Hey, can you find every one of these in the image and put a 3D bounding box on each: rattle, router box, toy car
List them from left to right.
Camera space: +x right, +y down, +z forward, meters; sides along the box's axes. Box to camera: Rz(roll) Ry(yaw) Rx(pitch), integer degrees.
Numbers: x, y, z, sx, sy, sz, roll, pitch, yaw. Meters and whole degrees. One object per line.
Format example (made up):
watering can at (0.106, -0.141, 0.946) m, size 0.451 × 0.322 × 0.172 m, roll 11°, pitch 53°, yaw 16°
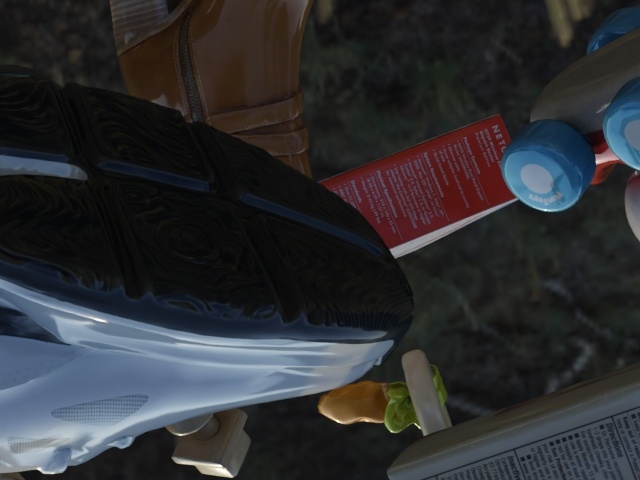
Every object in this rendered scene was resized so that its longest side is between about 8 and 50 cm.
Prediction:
router box at (0.000, 0.000, 1.707) m, size 0.301 × 0.082 × 0.335 m, roll -22°, pitch 177°, yaw -21°
rattle at (0.088, 0.223, 1.838) m, size 0.143 × 0.199 × 0.130 m, roll -9°, pitch 150°, yaw -8°
toy car at (0.311, -0.064, 1.457) m, size 0.210 × 0.219 × 0.238 m, roll -22°, pitch 111°, yaw 46°

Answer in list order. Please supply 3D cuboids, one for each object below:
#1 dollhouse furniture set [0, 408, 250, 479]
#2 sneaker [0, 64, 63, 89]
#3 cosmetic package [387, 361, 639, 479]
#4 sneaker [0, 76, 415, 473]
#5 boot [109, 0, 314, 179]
dollhouse furniture set at (-0.244, 0.172, 1.268) m, size 0.303 × 0.355 × 0.174 m, roll 2°, pitch 144°, yaw 33°
sneaker at (-0.282, -0.094, 1.325) m, size 0.267 × 0.106 × 0.101 m, roll -8°, pitch 109°, yaw -44°
cosmetic package at (0.217, 0.174, 1.262) m, size 0.296 × 0.153 × 0.129 m, roll -19°, pitch -179°, yaw 14°
sneaker at (-0.189, 0.069, 0.810) m, size 0.448 × 0.169 × 0.257 m, roll 5°, pitch 125°, yaw -27°
boot at (-0.043, -0.139, 1.378) m, size 0.283 × 0.220 × 0.109 m, roll -11°, pitch -173°, yaw 32°
